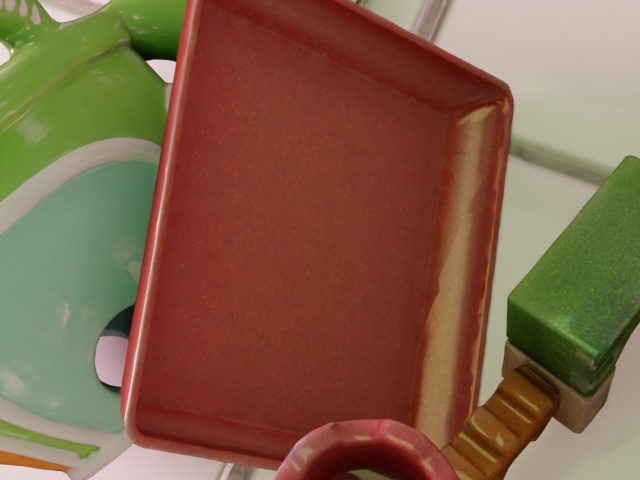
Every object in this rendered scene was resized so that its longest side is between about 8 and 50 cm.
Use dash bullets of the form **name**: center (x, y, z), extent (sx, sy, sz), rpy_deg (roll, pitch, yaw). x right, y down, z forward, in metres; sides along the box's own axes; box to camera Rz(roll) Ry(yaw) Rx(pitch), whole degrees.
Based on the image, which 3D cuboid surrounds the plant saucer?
- **plant saucer**: center (0.000, 0.000, 0.778), extent (0.048, 0.259, 0.258), rpy_deg (-3, 74, 45)

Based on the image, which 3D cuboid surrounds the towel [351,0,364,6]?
- **towel**: center (-0.038, -0.175, 0.927), extent (0.148, 0.027, 0.110), rpy_deg (20, 82, 19)

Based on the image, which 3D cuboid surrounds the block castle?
- **block castle**: center (0.224, 0.066, 0.643), extent (0.303, 0.213, 0.453), rpy_deg (37, 71, 21)

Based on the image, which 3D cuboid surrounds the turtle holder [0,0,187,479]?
- **turtle holder**: center (-0.147, -0.007, 0.830), extent (0.227, 0.243, 0.320), rpy_deg (47, 48, -3)
